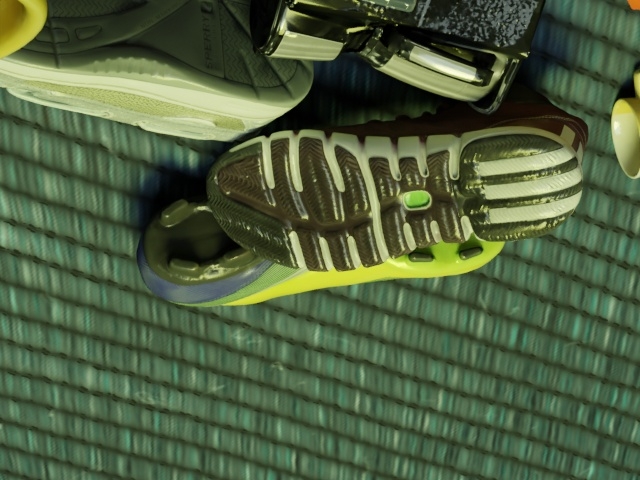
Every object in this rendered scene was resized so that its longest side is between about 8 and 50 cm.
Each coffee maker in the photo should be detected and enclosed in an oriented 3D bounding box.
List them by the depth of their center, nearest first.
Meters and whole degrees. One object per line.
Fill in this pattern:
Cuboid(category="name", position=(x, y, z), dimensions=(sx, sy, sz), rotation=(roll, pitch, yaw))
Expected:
Cuboid(category="coffee maker", position=(0.056, -0.189, 1.216), dimensions=(0.178, 0.120, 0.171), rotation=(14, 90, -20))

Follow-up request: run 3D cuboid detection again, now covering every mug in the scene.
Cuboid(category="mug", position=(0.264, -0.088, 1.361), dimensions=(0.064, 0.062, 0.078), rotation=(-10, 140, -9))

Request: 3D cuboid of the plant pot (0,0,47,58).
Cuboid(category="plant pot", position=(-0.297, -0.220, 1.010), dimensions=(0.254, 0.239, 0.254), rotation=(-10, 173, -1))

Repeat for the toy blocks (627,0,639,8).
Cuboid(category="toy blocks", position=(0.255, -0.204, 1.255), dimensions=(0.123, 0.054, 0.148), rotation=(-29, 130, 17))

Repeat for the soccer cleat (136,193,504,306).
Cuboid(category="soccer cleat", position=(-0.001, -0.001, 1.405), dimensions=(0.289, 0.093, 0.121), rotation=(-5, 163, -9))

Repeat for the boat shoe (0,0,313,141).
Cuboid(category="boat shoe", position=(-0.165, -0.135, 1.226), dimensions=(0.320, 0.118, 0.103), rotation=(10, 149, -25))

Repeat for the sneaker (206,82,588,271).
Cuboid(category="sneaker", position=(0.068, -0.054, 1.322), dimensions=(0.281, 0.162, 0.106), rotation=(0, 113, 21))
